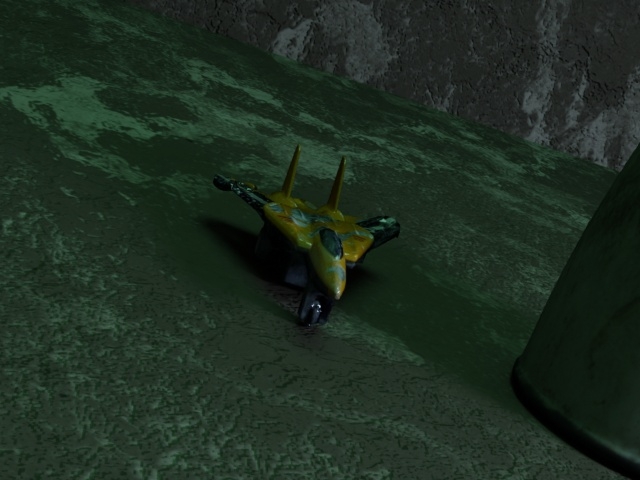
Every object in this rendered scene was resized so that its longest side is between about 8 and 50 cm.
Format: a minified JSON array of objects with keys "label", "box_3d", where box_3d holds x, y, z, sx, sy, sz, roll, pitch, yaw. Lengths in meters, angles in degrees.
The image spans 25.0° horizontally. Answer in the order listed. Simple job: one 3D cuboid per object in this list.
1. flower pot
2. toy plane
[{"label":"flower pot","box_3d":[0.374,0.039,1.321,0.294,0.330,0.293,21,15,-6]},{"label":"toy plane","box_3d":[-0.004,0.011,1.381,0.204,0.103,0.316,16,23,-10]}]
